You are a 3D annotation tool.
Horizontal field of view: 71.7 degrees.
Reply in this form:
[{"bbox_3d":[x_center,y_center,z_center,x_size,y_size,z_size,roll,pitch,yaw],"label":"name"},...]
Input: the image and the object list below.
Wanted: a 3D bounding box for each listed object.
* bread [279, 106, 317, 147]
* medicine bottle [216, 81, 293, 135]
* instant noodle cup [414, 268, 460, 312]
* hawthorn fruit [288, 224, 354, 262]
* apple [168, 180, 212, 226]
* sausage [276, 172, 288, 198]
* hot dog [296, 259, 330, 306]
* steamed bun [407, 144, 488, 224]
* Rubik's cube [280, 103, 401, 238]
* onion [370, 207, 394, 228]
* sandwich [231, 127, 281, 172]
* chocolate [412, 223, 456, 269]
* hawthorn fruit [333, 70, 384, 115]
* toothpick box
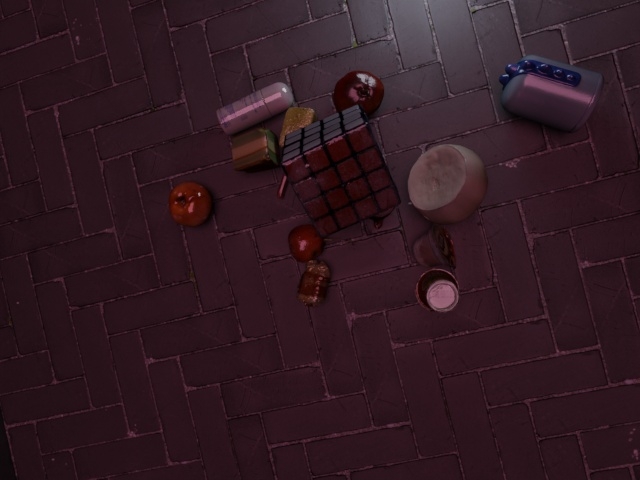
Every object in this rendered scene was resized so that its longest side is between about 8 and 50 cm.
[{"bbox_3d":[-0.095,-0.483,1.960,0.138,0.102,0.196,12,89,6],"label":"bread"},{"bbox_3d":[-0.284,-0.591,1.972,0.340,0.130,0.130,-23,87,8],"label":"medicine bottle"},{"bbox_3d":[0.490,0.218,1.824,0.193,0.212,0.193,0,91,9],"label":"instant noodle cup"},{"bbox_3d":[0.000,0.000,1.932,0.285,0.165,0.165,-11,89,3],"label":"hawthorn fruit"},{"bbox_3d":[-0.590,-0.162,2.005,0.209,0.164,0.210,0,89,11],"label":"apple"},{"bbox_3d":[-0.164,-0.261,2.006,0.030,0.035,0.147,18,91,-24],"label":"sausage"},{"bbox_3d":[-0.025,0.190,1.962,0.146,0.103,0.213,19,84,29],"label":"hot dog"},{"bbox_3d":[0.518,-0.220,1.788,0.324,0.206,0.325,-17,65,42],"label":"steamed bun"},{"bbox_3d":[0.072,-0.270,1.688,0.343,0.337,0.345,-21,116,9],"label":"Rubik's cube"},{"bbox_3d":[0.236,-0.151,1.913,0.173,0.135,0.198,-11,128,-12],"label":"onion"},{"bbox_3d":[-0.295,-0.387,1.927,0.198,0.227,0.155,-8,89,8],"label":"sandwich"},{"bbox_3d":[0.468,0.044,1.864,0.147,0.221,0.221,-31,86,35],"label":"chocolate"},{"bbox_3d":[0.162,-0.608,1.859,0.215,0.250,0.215,-3,108,-10],"label":"hawthorn fruit"},{"bbox_3d":[0.879,-0.593,1.737,0.354,0.263,0.263,21,94,9],"label":"toothpick box"}]
